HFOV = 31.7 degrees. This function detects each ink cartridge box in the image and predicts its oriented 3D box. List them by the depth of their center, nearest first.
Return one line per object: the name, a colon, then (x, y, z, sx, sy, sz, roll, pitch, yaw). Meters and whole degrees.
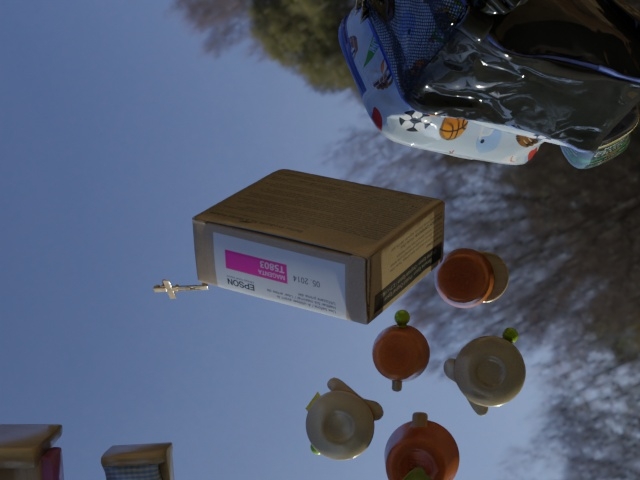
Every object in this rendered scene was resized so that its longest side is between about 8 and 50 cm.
ink cartridge box: (0.000, 0.000, 1.312, 0.193, 0.235, 0.088, -35, -49, -50)

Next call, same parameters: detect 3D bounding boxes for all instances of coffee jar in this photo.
coffee jar: (0.364, -0.152, 1.481, 0.079, 0.096, 0.184, 65, -172, 11)

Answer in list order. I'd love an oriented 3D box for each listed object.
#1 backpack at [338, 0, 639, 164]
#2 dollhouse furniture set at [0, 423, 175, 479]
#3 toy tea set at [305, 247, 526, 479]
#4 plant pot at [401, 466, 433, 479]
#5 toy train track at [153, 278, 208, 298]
backpack: (0.141, -0.205, 0.971, 0.277, 0.213, 0.263, 10, -126, -39)
dollhouse furniture set: (-0.067, 0.269, 0.666, 0.198, 0.304, 0.286, -81, -11, -81)
toy tea set: (0.142, 0.170, 1.413, 0.200, 0.336, 0.124, 39, -175, 9)
plant pot: (0.123, 0.301, 1.222, 0.079, 0.083, 0.083, 24, -174, 30)
toy train track: (-0.210, 0.068, 1.699, 0.048, 0.083, 0.014, 78, -168, -51)
